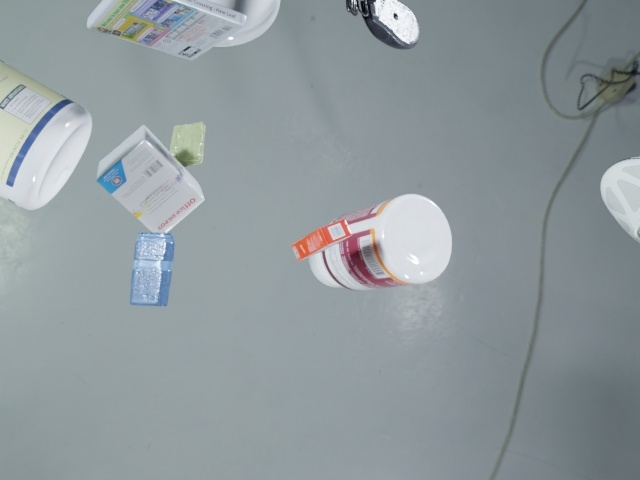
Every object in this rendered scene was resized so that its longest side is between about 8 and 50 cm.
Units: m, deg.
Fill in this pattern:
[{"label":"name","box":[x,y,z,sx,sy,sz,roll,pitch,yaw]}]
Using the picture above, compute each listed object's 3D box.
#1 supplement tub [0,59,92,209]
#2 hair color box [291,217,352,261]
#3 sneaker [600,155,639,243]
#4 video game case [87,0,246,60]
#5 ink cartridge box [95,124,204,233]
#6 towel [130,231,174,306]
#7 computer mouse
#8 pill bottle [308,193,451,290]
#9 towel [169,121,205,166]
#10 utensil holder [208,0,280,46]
[{"label":"supplement tub","box":[-0.648,-0.232,1.142,0.325,0.235,0.235,30,82,-11]},{"label":"hair color box","box":[0.000,0.000,1.292,0.072,0.141,0.043,-22,85,-34]},{"label":"sneaker","box":[0.578,-0.004,0.907,0.257,0.169,0.447,2,36,-35]},{"label":"video game case","box":[-0.257,-0.360,0.965,0.193,0.212,0.023,8,85,-36]},{"label":"ink cartridge box","box":[-0.466,-0.162,1.620,0.171,0.168,0.232,-39,120,2]},{"label":"towel","box":[-0.267,0.046,0.938,0.067,0.029,0.119,3,82,17]},{"label":"computer mouse","box":[0.162,-0.615,1.586,0.272,0.072,0.188,29,68,-37]},{"label":"pill bottle","box":[0.141,0.020,1.576,0.224,0.392,0.224,5,80,-30]},{"label":"towel","box":[-0.399,-0.286,1.764,0.110,0.027,0.148,-5,67,11]},{"label":"utensil holder","box":[-0.249,-0.718,1.396,0.327,0.385,0.327,2,68,-6]}]
